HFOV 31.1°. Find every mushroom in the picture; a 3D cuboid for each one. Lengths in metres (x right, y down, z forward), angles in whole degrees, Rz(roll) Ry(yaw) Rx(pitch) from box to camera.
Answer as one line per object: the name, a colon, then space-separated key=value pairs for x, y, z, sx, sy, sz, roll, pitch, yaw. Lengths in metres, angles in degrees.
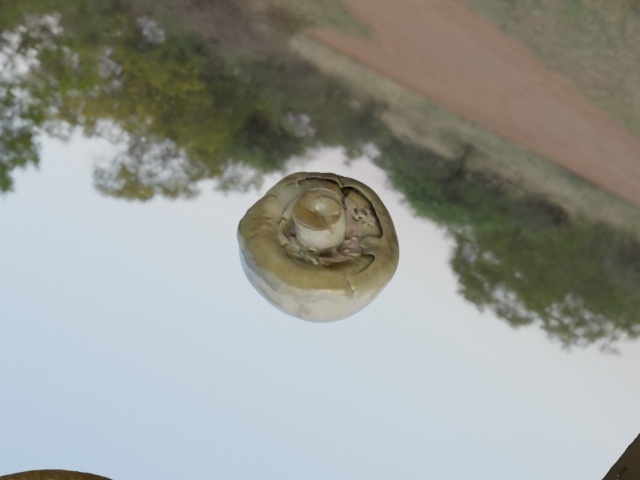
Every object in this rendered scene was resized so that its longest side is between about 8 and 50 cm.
mushroom: x=0.000 y=0.000 z=1.069 sx=0.154 sy=0.154 sz=0.122 roll=32 pitch=150 yaw=14

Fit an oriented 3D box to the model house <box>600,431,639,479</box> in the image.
model house: x=0.285 y=0.275 z=0.926 sx=0.248 sy=0.176 sz=0.181 roll=-17 pitch=-146 yaw=-33

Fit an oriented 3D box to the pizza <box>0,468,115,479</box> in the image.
pizza: x=-0.355 y=0.392 z=1.374 sx=0.289 sy=0.228 sz=0.081 roll=-8 pitch=169 yaw=-10
